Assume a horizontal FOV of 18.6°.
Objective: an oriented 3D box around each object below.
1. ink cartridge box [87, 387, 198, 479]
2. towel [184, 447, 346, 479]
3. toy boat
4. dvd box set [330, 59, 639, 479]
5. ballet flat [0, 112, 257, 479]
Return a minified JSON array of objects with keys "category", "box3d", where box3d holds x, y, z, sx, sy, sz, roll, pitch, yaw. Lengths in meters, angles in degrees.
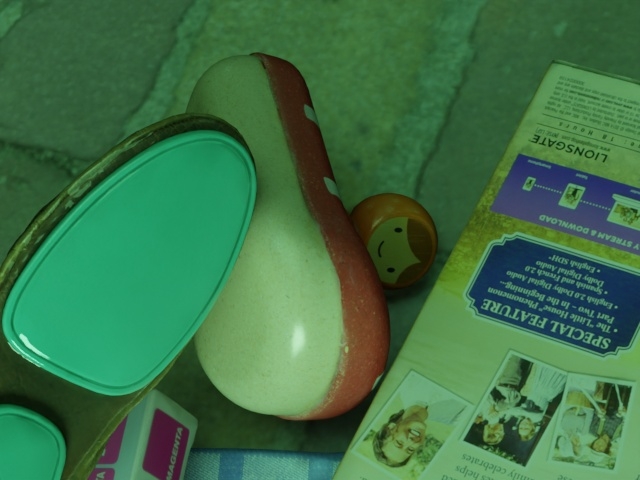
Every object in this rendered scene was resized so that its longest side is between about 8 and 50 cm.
[{"category":"ink cartridge box","box3d":[-0.234,0.183,1.149,0.311,0.065,0.185,-5,60,28]},{"category":"towel","box3d":[-0.095,0.249,1.113,0.209,0.034,0.285,1,62,17]},{"category":"toy boat","box3d":[0.000,0.000,1.171,0.151,0.151,0.231,3,46,-21]},{"category":"dvd box set","box3d":[0.183,0.114,1.069,0.308,0.062,0.420,17,65,25]},{"category":"ballet flat","box3d":[-0.156,0.077,1.068,0.342,0.116,0.124,-63,26,-7]}]
